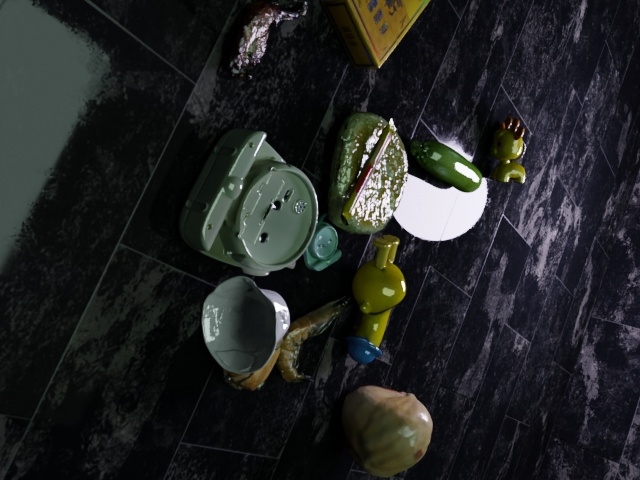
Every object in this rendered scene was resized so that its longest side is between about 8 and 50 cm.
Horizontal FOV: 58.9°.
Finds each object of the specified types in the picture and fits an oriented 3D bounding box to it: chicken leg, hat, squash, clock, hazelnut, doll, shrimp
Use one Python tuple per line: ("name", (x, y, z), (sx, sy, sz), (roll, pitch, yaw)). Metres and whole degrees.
("chicken leg", (-0.112, -0.427, 1.141), (0.253, 0.051, 0.106), (-52, 139, -24))
("hat", (-0.143, 0.172, 1.203), (0.126, 0.203, 0.203), (-4, 104, -66))
("squash", (0.379, -0.220, 1.679), (0.379, 0.101, 0.101), (19, 87, -46))
("clock", (0.000, 0.000, 1.379), (0.101, 0.041, 0.135), (-31, 122, -37))
("hazelnut", (0.186, 0.514, 1.572), (0.241, 0.261, 0.261), (-30, 121, -39))
("clock", (-0.118, -0.058, 1.190), (0.324, 0.109, 0.265), (33, 76, -45))
("doll", (0.636, -0.303, 1.905), (0.135, 0.143, 0.221), (-3, 106, -11))
("shrimp", (-0.010, 0.258, 1.443), (0.262, 0.051, 0.198), (-33, 130, -33))
("doll", (0.152, 0.167, 1.518), (0.199, 0.145, 0.363), (-18, 122, -56))

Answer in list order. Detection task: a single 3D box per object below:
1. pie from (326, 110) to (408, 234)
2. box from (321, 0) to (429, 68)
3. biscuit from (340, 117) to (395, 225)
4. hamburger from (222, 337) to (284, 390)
("pie", (0.122, -0.168, 1.446), (0.323, 0.070, 0.323), (-14, 110, -45))
("box", (0.147, -0.581, 1.345), (0.301, 0.084, 0.193), (-55, 134, -21))
("biscuit", (0.115, -0.168, 1.367), (0.292, 0.026, 0.048), (-63, 157, -17))
("hamburger", (-0.156, 0.280, 1.271), (0.176, 0.087, 0.102), (-46, 152, -43))
